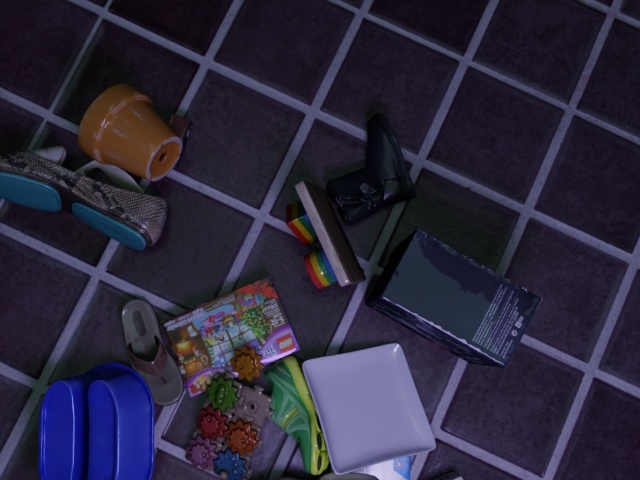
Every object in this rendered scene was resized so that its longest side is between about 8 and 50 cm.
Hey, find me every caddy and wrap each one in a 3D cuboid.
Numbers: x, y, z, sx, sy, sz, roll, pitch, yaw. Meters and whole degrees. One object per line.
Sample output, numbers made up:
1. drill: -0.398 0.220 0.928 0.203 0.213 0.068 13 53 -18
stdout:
1. caddy: -0.512 0.460 1.800 0.241 0.179 0.342 -4 82 19

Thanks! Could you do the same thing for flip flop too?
1. flip flop: -0.419 0.273 1.875 0.112 0.080 0.277 -19 83 -5

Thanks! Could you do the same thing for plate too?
1. plate: 0.111 0.400 1.843 0.277 0.045 0.278 -7 65 -25

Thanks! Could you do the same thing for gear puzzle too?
1. gear puzzle: -0.206 0.411 1.819 0.175 0.044 0.339 22 99 14

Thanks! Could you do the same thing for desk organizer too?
1. desk organizer: -0.374 -0.254 1.969 0.050 0.047 0.130 17 82 2

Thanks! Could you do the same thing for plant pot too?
1. plant pot: -0.447 -0.246 1.867 0.188 0.205 0.205 36 82 14

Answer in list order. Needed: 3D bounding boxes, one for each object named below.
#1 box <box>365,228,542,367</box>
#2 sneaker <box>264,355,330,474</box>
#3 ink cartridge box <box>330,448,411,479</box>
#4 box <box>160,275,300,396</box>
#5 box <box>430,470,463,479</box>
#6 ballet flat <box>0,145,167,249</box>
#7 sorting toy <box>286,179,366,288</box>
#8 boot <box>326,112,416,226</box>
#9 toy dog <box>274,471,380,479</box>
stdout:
1. box: 0.293 0.143 1.796 0.312 0.343 0.179 30 82 2
2. sneaker: -0.056 0.426 1.844 0.123 0.109 0.296 -28 58 13
3. ink cartridge box: 0.118 0.568 1.858 0.190 0.082 0.140 4 82 0
4. box: -0.221 0.235 1.901 0.293 0.057 0.201 -23 84 -5
5. box: 0.335 0.708 1.843 0.113 0.094 0.275 -22 83 -5
6. ballet flat: -0.609 -0.133 1.904 0.482 0.164 0.182 21 60 -5
7. sorting toy: 0.000 0.000 1.855 0.089 0.255 0.257 -26 84 10
8. boot: 0.108 -0.180 1.955 0.207 0.094 0.247 -21 90 -9
9. toy dog: -0.025 0.761 1.711 0.395 0.284 0.408 -7 98 38
